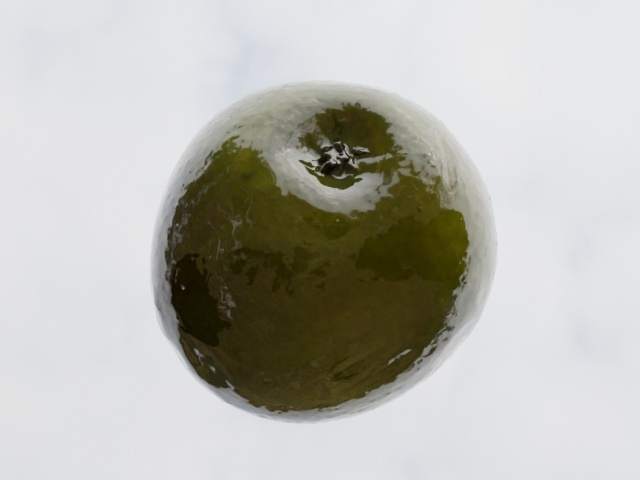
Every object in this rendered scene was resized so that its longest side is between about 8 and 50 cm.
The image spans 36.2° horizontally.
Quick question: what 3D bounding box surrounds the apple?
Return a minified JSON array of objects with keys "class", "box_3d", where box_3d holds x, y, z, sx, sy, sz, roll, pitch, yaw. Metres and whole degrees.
[{"class":"apple","box_3d":[0.000,0.000,0.541,0.196,0.196,0.157,20,-36,9]}]
